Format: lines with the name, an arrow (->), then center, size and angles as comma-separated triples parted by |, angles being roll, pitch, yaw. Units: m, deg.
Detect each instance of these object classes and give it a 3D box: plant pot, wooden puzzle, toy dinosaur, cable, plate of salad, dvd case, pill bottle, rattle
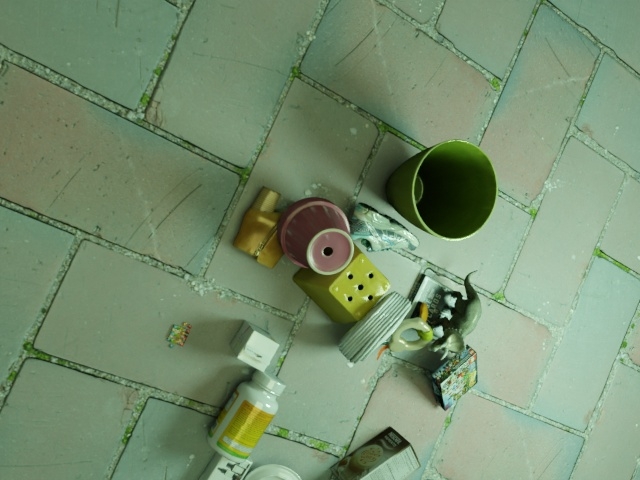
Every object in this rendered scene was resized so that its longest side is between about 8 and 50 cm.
plant pot -> 0.082, 0.122, 1.555 | 0.212, 0.187, 0.212 | -47, 109, -11
wooden puzzle -> -0.403, 0.269, 1.488 | 0.049, 0.006, 0.083 | 26, 87, -21
toy dinosaur -> 0.458, 0.249, 1.687 | 0.121, 0.160, 0.313 | 40, 83, -19
cable -> 0.162, 0.255, 1.562 | 0.089, 0.257, 0.257 | 45, 108, 8
plant pot -> 0.000, 0.000, 1.414 | 0.201, 0.180, 0.201 | -7, 112, -16
plate of salad -> -0.144, 0.769, 1.602 | 0.200, 0.048, 0.200 | 0, 100, 0
dvd case -> 0.401, 0.243, 1.768 | 0.238, 0.029, 0.179 | 28, 85, -21
pill bottle -> -0.207, 0.497, 1.514 | 0.136, 0.136, 0.246 | 35, 83, -20
plant pot -> 0.319, -0.148, 1.556 | 0.274, 0.293, 0.275 | -2, 96, -20
rattle -> 0.254, 0.287, 1.684 | 0.199, 0.143, 0.130 | -34, 135, 25

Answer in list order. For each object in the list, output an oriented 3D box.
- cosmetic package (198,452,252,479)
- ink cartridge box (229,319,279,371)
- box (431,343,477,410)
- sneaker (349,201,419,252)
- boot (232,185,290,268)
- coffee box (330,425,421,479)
cosmetic package -> -0.310, 0.727, 1.541 | 0.099, 0.060, 0.239 | 35, 83, -19
ink cartridge box -> -0.187, 0.302, 1.497 | 0.092, 0.143, 0.090 | 33, 84, -20
box -> 0.448, 0.458, 1.734 | 0.159, 0.044, 0.233 | -37, 141, -12
sneaker -> 0.187, -0.017, 1.620 | 0.283, 0.110, 0.122 | 25, 104, -36
boot -> -0.092, -0.010, 1.534 | 0.295, 0.104, 0.211 | 23, 94, -18
coffee box -> 0.176, 0.726, 1.677 | 0.246, 0.141, 0.098 | -29, 104, -16
